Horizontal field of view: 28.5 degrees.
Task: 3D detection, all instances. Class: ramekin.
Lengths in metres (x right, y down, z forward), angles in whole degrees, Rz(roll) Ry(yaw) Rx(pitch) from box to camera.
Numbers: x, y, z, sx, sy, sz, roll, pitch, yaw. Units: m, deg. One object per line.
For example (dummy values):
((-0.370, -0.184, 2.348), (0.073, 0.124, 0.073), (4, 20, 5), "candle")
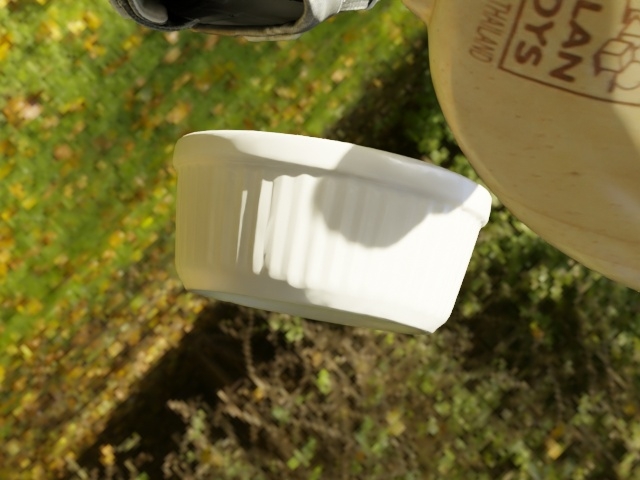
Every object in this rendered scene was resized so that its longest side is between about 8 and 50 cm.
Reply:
((0.000, 0.000, 1.069), (0.273, 0.273, 0.127), (66, 35, -82), "ramekin")

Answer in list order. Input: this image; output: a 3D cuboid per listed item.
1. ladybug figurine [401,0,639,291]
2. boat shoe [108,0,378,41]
((0.251, -0.107, 0.552), (0.162, 0.450, 0.305), (-98, -161, -52), "ladybug figurine")
((-0.088, -0.174, 0.764), (0.102, 0.301, 0.108), (-39, 132, -33), "boat shoe")
